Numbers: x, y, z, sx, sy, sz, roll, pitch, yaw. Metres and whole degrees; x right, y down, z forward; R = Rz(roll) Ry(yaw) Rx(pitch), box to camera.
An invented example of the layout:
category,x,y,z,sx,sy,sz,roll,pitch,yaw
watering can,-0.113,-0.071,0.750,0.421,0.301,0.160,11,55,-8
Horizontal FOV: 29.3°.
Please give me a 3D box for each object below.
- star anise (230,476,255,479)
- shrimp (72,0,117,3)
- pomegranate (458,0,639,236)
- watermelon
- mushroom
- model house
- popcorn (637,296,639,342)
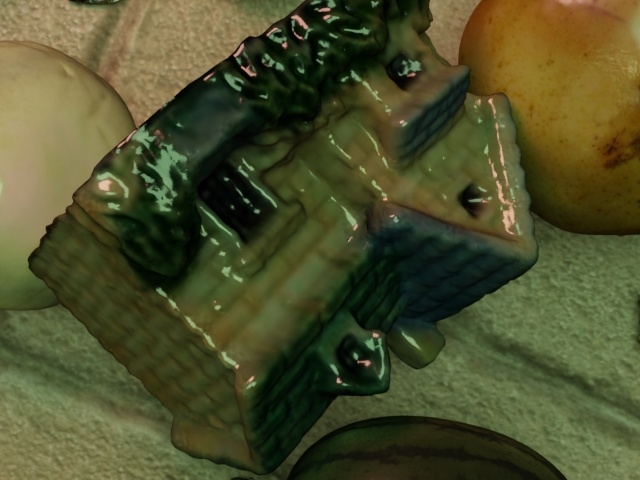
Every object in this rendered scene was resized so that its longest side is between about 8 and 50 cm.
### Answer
category,x,y,z,sx,sy,sz,roll,pitch,yaw
star anise,-0.139,0.391,1.471,0.236,0.109,0.223,0,93,-19
shrimp,-0.306,-0.342,1.561,0.161,0.034,0.091,-11,86,-3
pomegranate,0.367,-0.195,1.411,0.417,0.416,0.416,0,85,-2
watermelon,0.128,0.326,1.275,0.359,0.279,0.278,9,85,7
mushroom,-0.362,-0.100,1.414,0.315,0.315,0.356,-40,88,-4
model house,0.000,0.000,1.284,0.400,0.395,0.445,49,57,-5
popcorn,0.449,0.098,1.523,0.097,0.089,0.109,28,95,-34
